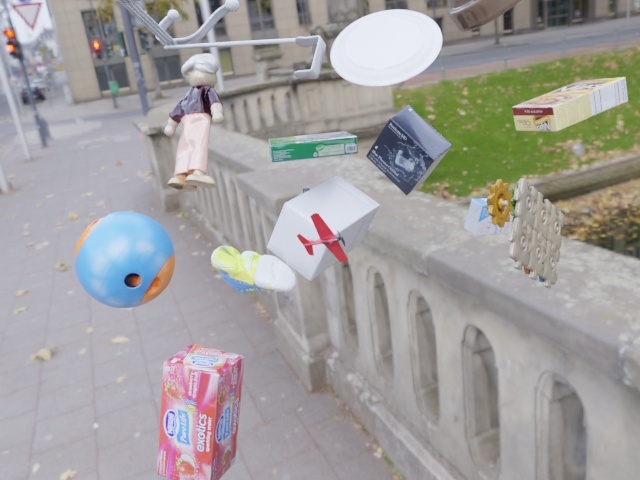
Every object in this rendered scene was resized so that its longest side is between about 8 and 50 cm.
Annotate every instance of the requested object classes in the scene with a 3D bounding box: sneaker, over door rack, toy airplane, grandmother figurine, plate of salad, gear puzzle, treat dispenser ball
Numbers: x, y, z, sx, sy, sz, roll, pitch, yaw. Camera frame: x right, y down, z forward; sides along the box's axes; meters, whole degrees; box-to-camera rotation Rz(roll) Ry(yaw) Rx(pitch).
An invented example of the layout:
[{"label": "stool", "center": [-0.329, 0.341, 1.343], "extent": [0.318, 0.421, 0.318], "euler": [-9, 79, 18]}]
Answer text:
[{"label": "sneaker", "center": [-0.170, 0.092, 1.604], "extent": [0.240, 0.126, 0.091], "euler": [22, 59, 15]}, {"label": "over door rack", "center": [-0.160, -0.339, 0.802], "extent": [0.324, 0.108, 0.239], "euler": [20, -7, 30]}, {"label": "toy airplane", "center": [0.000, 0.000, 1.474], "extent": [0.151, 0.151, 0.028], "euler": [8, 44, 38]}, {"label": "grandmother figurine", "center": [-0.302, -0.294, 1.484], "extent": [0.207, 0.343, 0.104], "euler": [-2, -13, 28]}, {"label": "plate of salad", "center": [0.117, -0.340, 1.089], "extent": [0.199, 0.048, 0.200], "euler": [-7, 57, 11]}, {"label": "gear puzzle", "center": [0.395, -0.021, 1.198], "extent": [0.044, 0.176, 0.339], "euler": [2, -15, 41]}, {"label": "treat dispenser ball", "center": [-0.580, 0.057, 1.817], "extent": [0.288, 0.288, 0.288], "euler": [-7, 19, 2]}]

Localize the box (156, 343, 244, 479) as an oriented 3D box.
[{"label": "box", "center": [-0.247, 0.361, 1.259], "extent": [0.128, 0.257, 0.122], "euler": [11, 12, 17]}]

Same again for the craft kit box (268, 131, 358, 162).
[{"label": "craft kit box", "center": [-0.028, -0.282, 1.821], "extent": [0.249, 0.061, 0.246], "euler": [-7, 11, -5]}]

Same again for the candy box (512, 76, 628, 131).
[{"label": "candy box", "center": [0.806, -0.440, 1.971], "extent": [0.316, 0.088, 0.183], "euler": [-24, 20, -19]}]

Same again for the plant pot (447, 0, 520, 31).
[{"label": "plant pot", "center": [0.355, -0.639, 1.353], "extent": [0.263, 0.229, 0.263], "euler": [-37, 19, 15]}]

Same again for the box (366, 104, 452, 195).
[{"label": "box", "center": [0.224, -0.230, 1.568], "extent": [0.156, 0.158, 0.093], "euler": [45, 53, 9]}]

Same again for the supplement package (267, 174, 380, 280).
[{"label": "supplement package", "center": [0.012, -0.045, 1.826], "extent": [0.175, 0.178, 0.293], "euler": [37, 37, 15]}]

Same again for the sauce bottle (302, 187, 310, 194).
[{"label": "sauce bottle", "center": [-0.053, -0.124, 2.173], "extent": [0.042, 0.128, 0.042], "euler": [2, -11, 0]}]

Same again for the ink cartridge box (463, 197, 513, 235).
[{"label": "ink cartridge box", "center": [0.560, -0.078, 1.960], "extent": [0.181, 0.104, 0.061], "euler": [-3, 27, -28]}]
